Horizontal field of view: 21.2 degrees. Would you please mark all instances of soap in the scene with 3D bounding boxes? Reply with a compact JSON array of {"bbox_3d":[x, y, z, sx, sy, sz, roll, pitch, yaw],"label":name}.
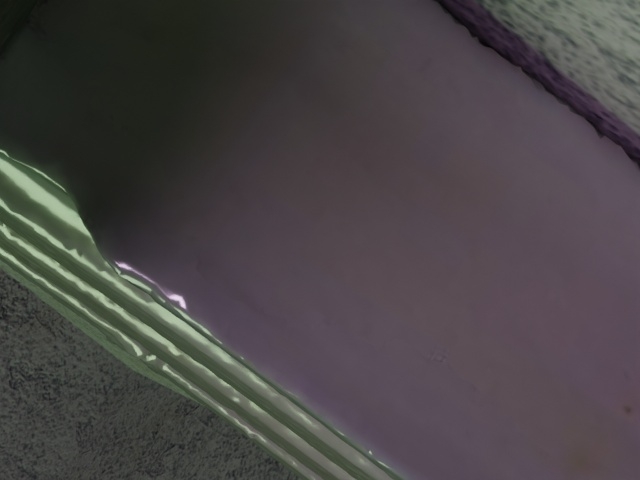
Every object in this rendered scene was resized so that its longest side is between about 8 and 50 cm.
[{"bbox_3d":[0.000,0.000,0.925,0.435,0.213,0.350,37,170,-16],"label":"soap"}]
